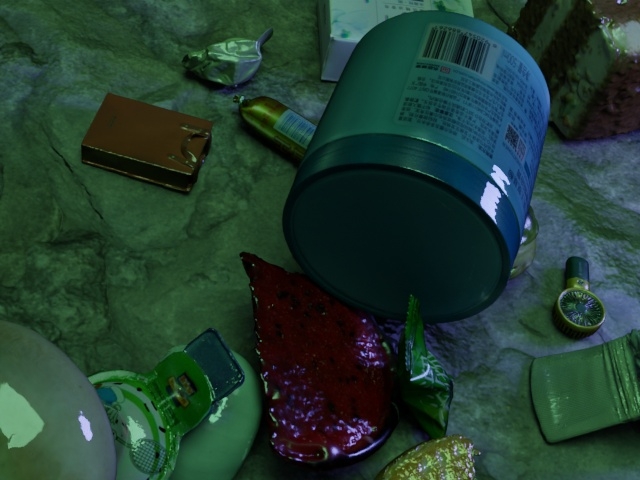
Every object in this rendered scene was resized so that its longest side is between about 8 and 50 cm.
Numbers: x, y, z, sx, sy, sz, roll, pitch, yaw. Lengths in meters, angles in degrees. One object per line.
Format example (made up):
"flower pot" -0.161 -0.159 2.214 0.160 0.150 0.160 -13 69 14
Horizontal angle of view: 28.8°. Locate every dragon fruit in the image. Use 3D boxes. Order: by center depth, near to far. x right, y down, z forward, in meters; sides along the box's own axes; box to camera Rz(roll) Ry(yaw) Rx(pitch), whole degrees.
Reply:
"dragon fruit" 0.002 0.196 1.785 0.282 0.100 0.344 14 47 -29

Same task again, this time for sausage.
"sausage" 0.003 -0.146 2.069 0.371 0.082 0.082 33 53 13

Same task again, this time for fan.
"fan" 0.416 0.090 2.013 0.082 0.039 0.155 13 50 -3

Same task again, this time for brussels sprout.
"brussels sprout" 0.278 -0.008 1.991 0.145 0.131 0.183 9 36 -19

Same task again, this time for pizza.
"pizza" 0.171 0.377 1.724 0.188 0.062 0.199 -22 69 -25

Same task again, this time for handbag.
"handbag" -0.278 -0.160 2.022 0.190 0.063 0.127 17 51 2

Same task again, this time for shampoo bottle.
"shampoo bottle" 0.150 -0.112 1.818 0.331 0.331 0.343 20 52 2

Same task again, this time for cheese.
"cheese" -0.244 0.241 1.637 0.320 0.083 0.204 -39 63 6

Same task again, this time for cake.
"cake" 0.531 -0.359 2.255 0.282 0.256 0.290 -10 61 -23

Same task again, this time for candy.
"candy" 0.144 0.194 1.780 0.078 0.203 0.141 -17 42 6

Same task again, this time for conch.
"conch" -0.173 0.241 1.718 0.184 0.121 0.221 -11 56 15

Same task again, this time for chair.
"chair" 0.502 0.223 1.880 0.186 0.319 0.160 37 36 -45

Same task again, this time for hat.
"hat" -0.151 -0.321 2.179 0.122 0.081 0.166 -6 25 31

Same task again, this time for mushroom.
"mushroom" -0.409 0.275 1.523 0.362 0.294 0.363 -2 84 20

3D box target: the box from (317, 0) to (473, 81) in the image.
"box" 0.137 -0.384 2.257 0.274 0.116 0.203 6 53 -10
